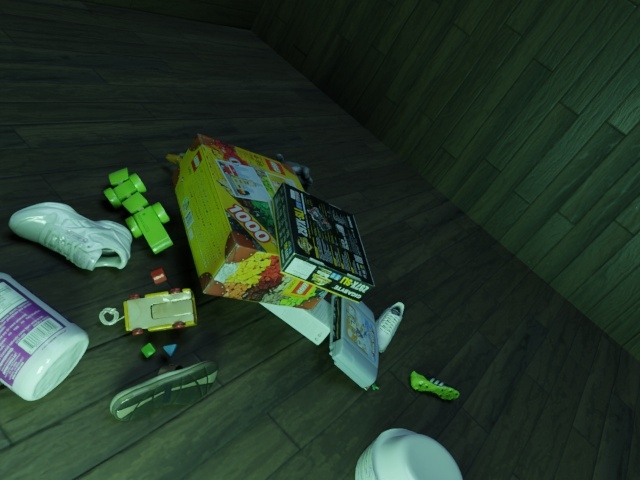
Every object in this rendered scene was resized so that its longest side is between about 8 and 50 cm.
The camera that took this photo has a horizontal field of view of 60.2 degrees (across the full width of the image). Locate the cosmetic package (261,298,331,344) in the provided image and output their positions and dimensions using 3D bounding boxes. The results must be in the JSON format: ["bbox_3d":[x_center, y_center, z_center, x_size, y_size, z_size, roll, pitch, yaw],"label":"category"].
[{"bbox_3d":[-0.063,0.207,1.721,0.231,0.085,0.117,36,29,1],"label":"cosmetic package"}]

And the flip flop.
[{"bbox_3d":[-0.351,0.327,1.258,0.277,0.112,0.080,-10,37,-44],"label":"flip flop"}]

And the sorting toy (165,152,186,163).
[{"bbox_3d":[-0.397,-0.229,1.940,0.307,0.041,0.229,12,-22,32],"label":"sorting toy"}]

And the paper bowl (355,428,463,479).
[{"bbox_3d":[0.240,0.605,1.380,0.284,0.148,0.284,24,32,-16],"label":"paper bowl"}]

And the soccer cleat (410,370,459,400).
[{"bbox_3d":[0.373,0.470,1.797,0.178,0.060,0.072,21,31,-17],"label":"soccer cleat"}]

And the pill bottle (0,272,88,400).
[{"bbox_3d":[-0.643,0.171,1.116,0.301,0.169,0.169,36,30,3],"label":"pill bottle"}]

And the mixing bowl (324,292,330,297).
[{"bbox_3d":[-0.020,0.103,1.901,0.181,0.098,0.181,26,30,-16],"label":"mixing bowl"}]

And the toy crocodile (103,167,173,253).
[{"bbox_3d":[-0.549,-0.095,1.671,0.115,0.105,0.340,-35,67,-15],"label":"toy crocodile"}]

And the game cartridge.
[{"bbox_3d":[0.106,0.288,1.694,0.198,0.062,0.297,42,31,-28],"label":"game cartridge"}]

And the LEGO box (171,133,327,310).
[{"bbox_3d":[-0.200,-0.055,1.661,0.372,0.193,0.500,14,36,-38],"label":"LEGO box"}]

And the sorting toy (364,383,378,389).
[{"bbox_3d":[0.137,0.429,1.666,0.083,0.012,0.062,38,29,10],"label":"sorting toy"}]

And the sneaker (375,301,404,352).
[{"bbox_3d":[0.222,0.289,1.873,0.090,0.095,0.235,37,31,2],"label":"sneaker"}]

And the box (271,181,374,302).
[{"bbox_3d":[0.000,0.000,1.525,0.257,0.079,0.322,22,33,-26],"label":"box"}]

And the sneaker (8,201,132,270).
[{"bbox_3d":[-0.638,-0.005,1.429,0.305,0.114,0.152,15,34,-30],"label":"sneaker"}]

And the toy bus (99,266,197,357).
[{"bbox_3d":[-0.409,0.183,1.390,0.202,0.191,0.104,37,-14,3],"label":"toy bus"}]

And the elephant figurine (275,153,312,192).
[{"bbox_3d":[-0.143,-0.208,2.196,0.186,0.169,0.239,14,40,23],"label":"elephant figurine"}]
